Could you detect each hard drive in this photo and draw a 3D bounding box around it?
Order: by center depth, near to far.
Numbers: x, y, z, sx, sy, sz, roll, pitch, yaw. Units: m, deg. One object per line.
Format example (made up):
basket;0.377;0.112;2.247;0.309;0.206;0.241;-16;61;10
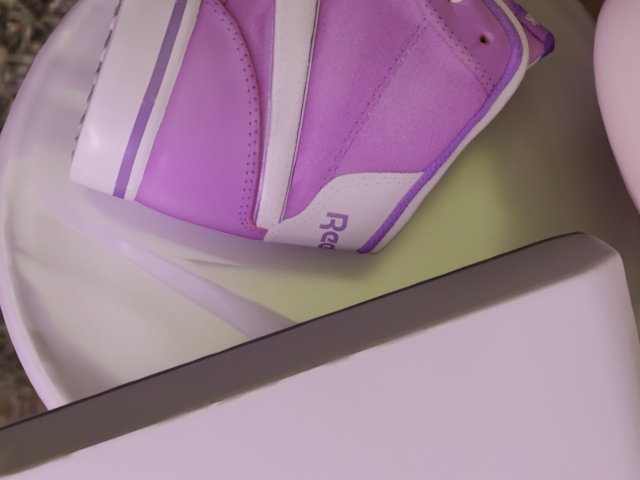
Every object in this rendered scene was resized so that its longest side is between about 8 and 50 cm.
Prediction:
hard drive;0.035;0.196;0.582;0.233;0.047;0.353;-19;110;-8

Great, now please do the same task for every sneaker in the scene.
sneaker;0.020;-0.133;0.590;0.161;0.102;0.282;16;87;-5

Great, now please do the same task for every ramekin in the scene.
ramekin;0.000;0.000;0.668;0.272;0.127;0.273;1;77;-6

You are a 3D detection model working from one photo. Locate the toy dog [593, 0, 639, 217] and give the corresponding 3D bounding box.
toy dog;0.234;-0.117;0.546;0.284;0.408;0.395;-13;36;29
